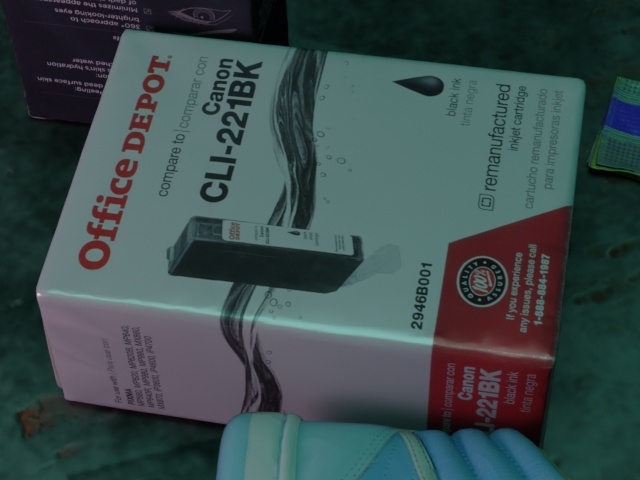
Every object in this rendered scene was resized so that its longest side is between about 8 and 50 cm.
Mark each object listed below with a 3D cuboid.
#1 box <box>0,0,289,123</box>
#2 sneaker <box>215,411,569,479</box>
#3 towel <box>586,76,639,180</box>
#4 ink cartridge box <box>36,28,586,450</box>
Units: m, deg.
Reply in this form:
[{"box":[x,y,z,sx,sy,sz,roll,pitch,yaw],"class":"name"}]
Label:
[{"box":[-0.105,-0.148,0.998,0.156,0.158,0.093,8,54,7],"class":"box"},{"box":[0.058,0.212,0.746,0.208,0.127,0.319,-4,54,0],"class":"sneaker"},{"box":[0.205,-0.068,1.023,0.060,0.009,0.083,15,55,14],"class":"towel"},{"box":[0.000,0.000,0.912,0.273,0.114,0.197,7,54,8],"class":"ink cartridge box"}]
